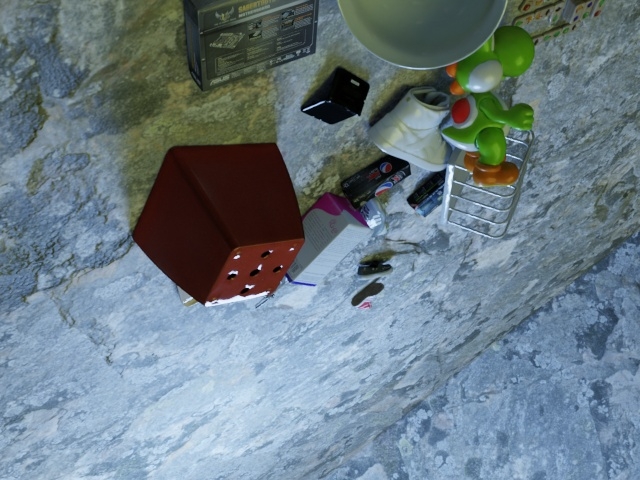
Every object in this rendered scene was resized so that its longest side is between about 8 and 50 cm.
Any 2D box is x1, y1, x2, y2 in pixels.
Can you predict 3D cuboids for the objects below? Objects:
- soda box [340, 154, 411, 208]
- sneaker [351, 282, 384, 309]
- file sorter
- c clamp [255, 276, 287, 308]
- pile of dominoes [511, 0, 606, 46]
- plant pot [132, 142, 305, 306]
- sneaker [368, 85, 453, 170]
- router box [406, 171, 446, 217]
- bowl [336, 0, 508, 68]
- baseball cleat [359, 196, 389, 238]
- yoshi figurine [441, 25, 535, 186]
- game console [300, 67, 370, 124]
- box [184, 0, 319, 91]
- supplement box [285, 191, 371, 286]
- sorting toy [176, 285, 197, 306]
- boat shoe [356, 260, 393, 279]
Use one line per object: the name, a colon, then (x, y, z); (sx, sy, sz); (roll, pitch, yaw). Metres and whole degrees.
soda box: (0.137, -0.149, 2.018); (0.169, 0.060, 0.053); (-32, 153, -5)
sneaker: (0.156, 0.174, 2.569); (0.118, 0.042, 0.067); (-33, 149, 15)
file sorter: (0.426, -0.162, 2.108); (0.278, 0.173, 0.193); (83, 31, -59)
c clamp: (-0.150, 0.127, 2.190); (0.137, 0.022, 0.160); (-38, 153, 8)
pile of dominoes: (0.546, -0.518, 1.896); (0.251, 0.040, 0.196); (-24, 151, -19)
plant pot: (-0.187, -0.018, 1.692); (0.267, 0.236, 0.267); (-8, 143, -40)
sneaker: (0.260, -0.261, 1.924); (0.292, 0.108, 0.169); (7, 135, -50)
router box: (0.304, -0.124, 2.260); (0.122, 0.038, 0.092); (-41, 152, 13)
bowl: (0.178, -0.460, 1.431); (0.297, 0.134, 0.298); (6, 128, 8)
baseball cleat: (0.123, -0.056, 2.141); (0.109, 0.072, 0.206); (-26, 148, -2)
yoshi figurine: (0.397, -0.316, 1.822); (0.203, 0.203, 0.362); (-39, 130, -42)
game console: (0.032, -0.298, 1.724); (0.122, 0.071, 0.107); (13, 97, -55)
box: (-0.114, -0.368, 1.410); (0.231, 0.056, 0.183); (-24, 150, -19)
supplement box: (0.000, 0.000, 2.054); (0.220, 0.111, 0.114); (-46, 150, 22)
sorting toy: (-0.251, 0.076, 1.957); (0.193, 0.038, 0.208); (-27, 163, -13)
boat shoe: (0.163, 0.084, 2.433); (0.142, 0.049, 0.040); (-13, 108, -43)
